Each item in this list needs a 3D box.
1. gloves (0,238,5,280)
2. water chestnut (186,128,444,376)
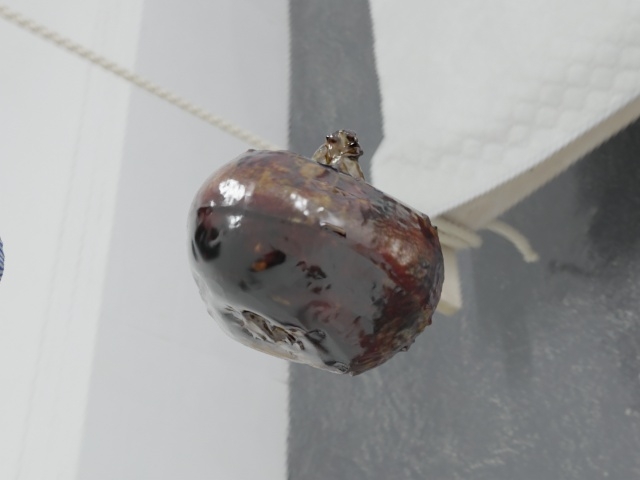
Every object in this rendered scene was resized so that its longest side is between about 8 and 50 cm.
[{"bbox_3d":[-0.538,0.030,1.632,0.229,0.119,0.097,-138,36,-59],"label":"gloves"},{"bbox_3d":[0.000,0.000,1.360,0.350,0.350,0.302,-8,55,54],"label":"water chestnut"}]
